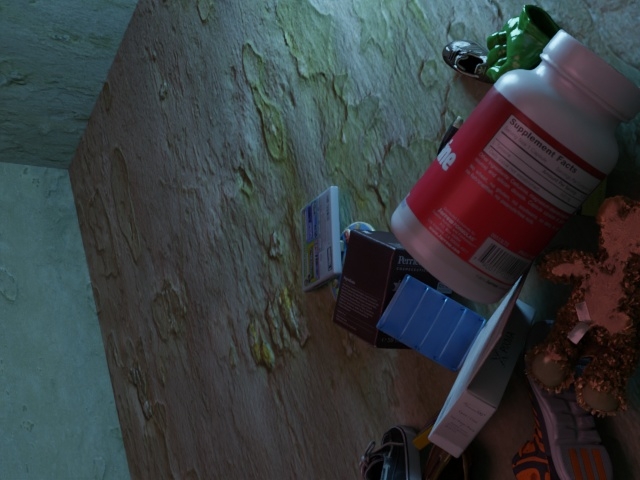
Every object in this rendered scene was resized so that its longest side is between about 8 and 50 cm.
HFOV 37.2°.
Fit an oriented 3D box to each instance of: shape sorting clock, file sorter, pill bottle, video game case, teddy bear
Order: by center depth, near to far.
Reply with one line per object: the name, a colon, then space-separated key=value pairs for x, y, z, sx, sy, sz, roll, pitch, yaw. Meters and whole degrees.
teddy bear: x=0.448 y=0.103 z=1.470 sx=0.245 sy=0.113 sz=0.338 roll=6 pitch=87 yaw=35
pill bottle: x=0.315 y=-0.117 z=1.505 sx=0.408 sy=0.229 sz=0.229 roll=-52 pitch=42 yaw=17
file sorter: x=0.205 y=0.153 z=1.755 sx=0.118 sy=0.170 sz=0.104 roll=-60 pitch=-4 yaw=-1
shape sorting clock: x=0.076 y=0.059 z=2.156 sx=0.206 sy=0.040 sz=0.206 roll=-12 pitch=76 yaw=56
video game case: x=0.000 y=0.000 z=2.267 sx=0.193 sy=0.023 sz=0.213 roll=146 pitch=125 yaw=-62

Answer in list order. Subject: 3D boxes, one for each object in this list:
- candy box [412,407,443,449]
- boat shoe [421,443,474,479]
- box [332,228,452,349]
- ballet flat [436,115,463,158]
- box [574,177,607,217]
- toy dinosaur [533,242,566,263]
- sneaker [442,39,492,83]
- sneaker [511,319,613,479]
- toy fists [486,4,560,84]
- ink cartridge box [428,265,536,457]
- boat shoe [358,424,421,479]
candy box: x=0.258 y=0.314 z=1.785 sx=0.027 sy=0.105 sz=0.206 roll=47 pitch=132 yaw=7
boat shoe: x=0.217 y=0.513 z=1.777 sx=0.104 sy=0.110 sz=0.308 roll=-55 pitch=-27 yaw=-83
box: x=0.149 y=0.098 z=1.916 sx=0.167 sy=0.168 sz=0.203 roll=26 pitch=109 yaw=57
ballet flat: x=0.258 y=-0.165 z=1.911 sx=0.057 sy=0.049 sz=0.173 roll=-39 pitch=-33 yaw=-71
box: x=0.391 y=-0.087 z=1.664 sx=0.232 sy=0.058 sz=0.088 roll=8 pitch=92 yaw=58
toy dinosaur: x=0.348 y=0.005 z=1.704 sx=0.183 sy=0.053 sz=0.093 roll=2 pitch=124 yaw=55
sneaker: x=0.285 y=-0.357 z=1.857 sx=0.188 sy=0.071 sz=0.066 roll=37 pitch=117 yaw=53
sneaker: x=0.373 y=0.302 z=1.584 sx=0.180 sy=0.124 sz=0.321 roll=114 pitch=161 yaw=-53
toy fists: x=0.377 y=-0.283 z=1.681 sx=0.142 sy=0.096 sz=0.279 roll=-54 pitch=45 yaw=40
ink cartridge box: x=0.299 y=0.179 z=1.578 sx=0.066 sy=0.296 sz=0.261 roll=31 pitch=127 yaw=6
boat shoe: x=0.128 y=0.445 z=1.855 sx=0.306 sy=0.104 sz=0.113 roll=-84 pitch=11 yaw=-69
